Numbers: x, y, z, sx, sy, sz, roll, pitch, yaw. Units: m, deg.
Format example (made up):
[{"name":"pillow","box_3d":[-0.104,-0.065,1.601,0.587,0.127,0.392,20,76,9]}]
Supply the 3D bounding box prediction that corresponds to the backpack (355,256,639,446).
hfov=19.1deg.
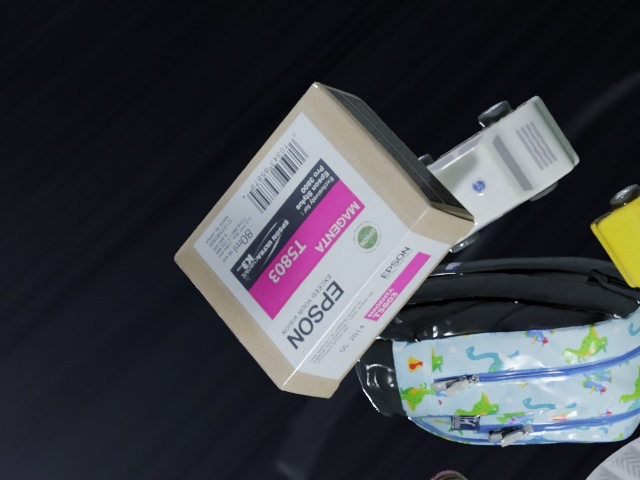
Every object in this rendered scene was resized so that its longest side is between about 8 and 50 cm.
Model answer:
[{"name":"backpack","box_3d":[0.254,0.133,2.391,0.356,0.290,0.273,-18,100,20]}]

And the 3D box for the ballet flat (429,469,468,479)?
[{"name":"ballet flat","box_3d":[0.135,0.313,1.862,0.221,0.077,0.079,68,170,-22]}]

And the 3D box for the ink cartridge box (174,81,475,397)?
[{"name":"ink cartridge box","box_3d":[0.000,0.000,1.809,0.193,0.234,0.088,48,-162,31]}]

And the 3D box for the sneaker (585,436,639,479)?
[{"name":"sneaker","box_3d":[0.208,0.263,1.340,0.124,0.321,0.180,42,167,24]}]

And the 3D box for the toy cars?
[{"name":"toy cars","box_3d":[0.257,-0.043,1.843,0.394,0.176,0.087,8,-170,5]}]
